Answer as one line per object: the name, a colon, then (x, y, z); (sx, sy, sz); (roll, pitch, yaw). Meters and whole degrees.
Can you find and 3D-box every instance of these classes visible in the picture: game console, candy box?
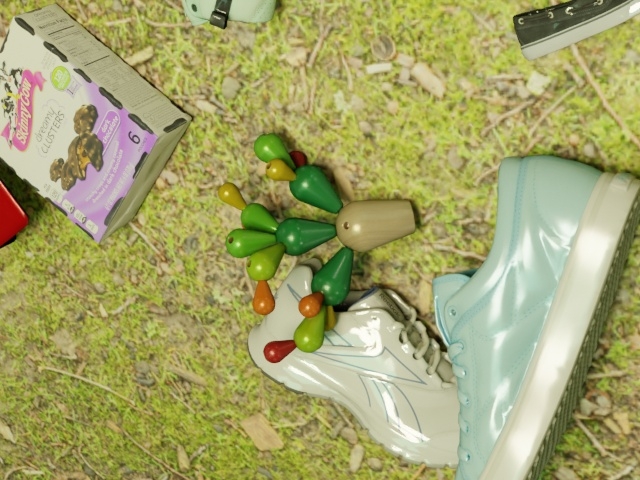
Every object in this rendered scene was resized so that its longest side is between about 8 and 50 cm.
game console: (-0.385, -0.066, 1.153); (0.085, 0.124, 0.144); (-34, 97, 9)
candy box: (-0.260, -0.123, 1.071); (0.196, 0.070, 0.165); (40, 125, 4)

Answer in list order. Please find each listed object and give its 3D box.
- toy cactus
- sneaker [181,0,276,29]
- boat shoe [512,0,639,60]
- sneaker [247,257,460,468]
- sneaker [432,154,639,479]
toy cactus: (0.000, 0.000, 0.975); (0.181, 0.112, 0.218); (-10, 69, -4)
sneaker: (-0.148, -0.278, 0.924); (0.256, 0.094, 0.151); (21, 121, 16)
boat shoe: (0.220, -0.189, 0.814); (0.142, 0.049, 0.040); (-21, 103, 35)
sneaker: (0.069, 0.124, 1.012); (0.297, 0.111, 0.129); (26, 114, 11)
sneaker: (0.164, 0.096, 0.915); (0.150, 0.135, 0.365); (22, 99, 24)
